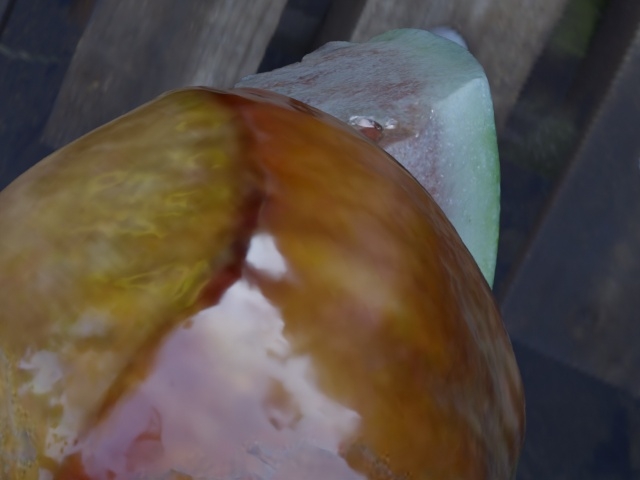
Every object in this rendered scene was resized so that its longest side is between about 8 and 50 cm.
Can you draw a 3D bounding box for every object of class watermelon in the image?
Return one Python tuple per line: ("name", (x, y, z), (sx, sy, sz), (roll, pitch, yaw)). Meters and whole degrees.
("watermelon", (0.000, 0.000, 1.025), (0.232, 0.193, 0.310), (28, 76, -38))

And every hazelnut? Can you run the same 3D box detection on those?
("hazelnut", (-0.021, 0.039, 0.536), (0.182, 0.182, 0.182), (0, 113, 1))
